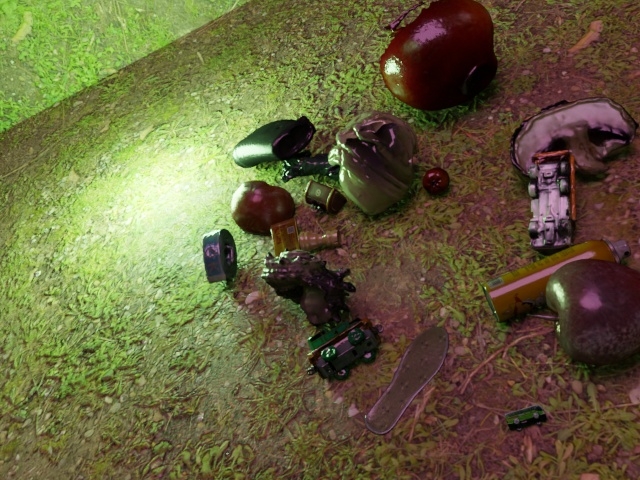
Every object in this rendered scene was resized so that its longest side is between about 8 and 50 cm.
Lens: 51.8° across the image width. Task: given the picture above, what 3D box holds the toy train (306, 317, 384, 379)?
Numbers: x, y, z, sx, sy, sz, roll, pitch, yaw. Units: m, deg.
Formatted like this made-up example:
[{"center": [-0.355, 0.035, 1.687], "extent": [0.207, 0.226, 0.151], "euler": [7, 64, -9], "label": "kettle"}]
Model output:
[{"center": [0.055, 0.270, 1.707], "extent": [0.228, 0.091, 0.136], "euler": [-34, 32, -4], "label": "toy train"}]

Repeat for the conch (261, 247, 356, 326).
[{"center": [-0.035, 0.104, 1.808], "extent": [0.313, 0.241, 0.186], "euler": [39, 90, 35], "label": "conch"}]

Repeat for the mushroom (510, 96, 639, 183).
[{"center": [0.697, -0.264, 1.848], "extent": [0.344, 0.130, 0.247], "euler": [-31, 68, 2], "label": "mushroom"}]

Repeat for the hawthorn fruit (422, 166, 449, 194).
[{"center": [0.353, -0.184, 1.991], "extent": [0.081, 0.081, 0.093], "euler": [-5, 19, 25], "label": "hawthorn fruit"}]

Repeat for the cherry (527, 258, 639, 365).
[{"center": [0.599, 0.153, 1.431], "extent": [0.286, 0.213, 0.236], "euler": [-3, 70, 10], "label": "cherry"}]

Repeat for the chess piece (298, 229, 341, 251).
[{"center": [0.000, 0.000, 2.015], "extent": [0.122, 0.066, 0.066], "euler": [-5, 48, 17], "label": "chess piece"}]

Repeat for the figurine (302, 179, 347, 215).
[{"center": [-0.002, -0.131, 2.138], "extent": [0.154, 0.082, 0.098], "euler": [24, 83, 41], "label": "figurine"}]

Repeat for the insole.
[{"center": [0.217, 0.337, 1.615], "extent": [0.109, 0.007, 0.322], "euler": [21, 62, 41], "label": "insole"}]

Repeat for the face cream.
[{"center": [0.573, 0.085, 1.590], "extent": [0.349, 0.105, 0.105], "euler": [-24, 43, 6], "label": "face cream"}]

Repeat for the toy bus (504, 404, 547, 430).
[{"center": [0.445, 0.384, 1.429], "extent": [0.083, 0.031, 0.037], "euler": [-20, 34, 10], "label": "toy bus"}]

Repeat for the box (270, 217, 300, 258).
[{"center": [-0.105, 0.006, 2.069], "extent": [0.089, 0.022, 0.156], "euler": [-19, 55, 9], "label": "box"}]

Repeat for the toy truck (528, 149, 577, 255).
[{"center": [0.594, -0.099, 1.689], "extent": [0.114, 0.135, 0.270], "euler": [-4, 74, 30], "label": "toy truck"}]

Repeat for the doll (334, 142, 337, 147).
[{"center": [0.138, -0.350, 2.279], "extent": [0.190, 0.050, 0.115], "euler": [-15, 51, 13], "label": "doll"}]

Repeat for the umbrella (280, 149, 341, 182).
[{"center": [0.030, -0.244, 2.202], "extent": [0.349, 0.094, 0.143], "euler": [1, 45, 27], "label": "umbrella"}]

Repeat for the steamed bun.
[{"center": [0.170, -0.253, 1.994], "extent": [0.275, 0.206, 0.320], "euler": [-20, 80, -5], "label": "steamed bun"}]

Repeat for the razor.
[{"center": [-0.173, -0.346, 2.321], "extent": [0.204, 0.113, 0.349], "euler": [-44, 22, -25], "label": "razor"}]

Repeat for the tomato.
[{"center": [-0.205, -0.124, 2.178], "extent": [0.214, 0.155, 0.180], "euler": [0, 54, 27], "label": "tomato"}]

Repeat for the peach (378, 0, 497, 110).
[{"center": [0.409, -0.602, 2.165], "extent": [0.406, 0.335, 0.310], "euler": [-30, 63, -8], "label": "peach"}]

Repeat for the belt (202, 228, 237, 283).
[{"center": [-0.312, 0.046, 2.079], "extent": [0.082, 0.148, 0.163], "euler": [-12, 89, 15], "label": "belt"}]
